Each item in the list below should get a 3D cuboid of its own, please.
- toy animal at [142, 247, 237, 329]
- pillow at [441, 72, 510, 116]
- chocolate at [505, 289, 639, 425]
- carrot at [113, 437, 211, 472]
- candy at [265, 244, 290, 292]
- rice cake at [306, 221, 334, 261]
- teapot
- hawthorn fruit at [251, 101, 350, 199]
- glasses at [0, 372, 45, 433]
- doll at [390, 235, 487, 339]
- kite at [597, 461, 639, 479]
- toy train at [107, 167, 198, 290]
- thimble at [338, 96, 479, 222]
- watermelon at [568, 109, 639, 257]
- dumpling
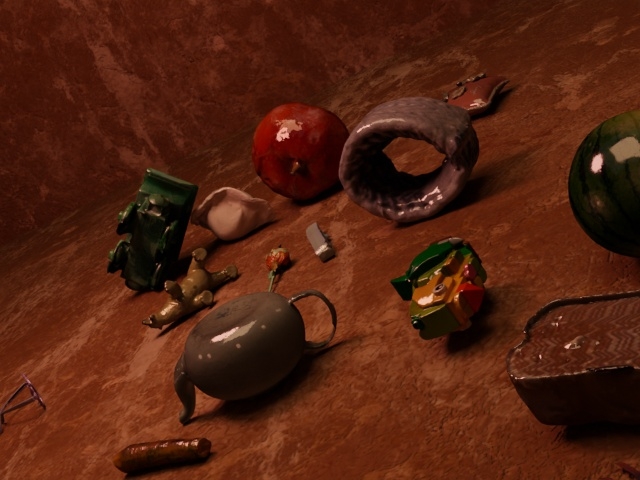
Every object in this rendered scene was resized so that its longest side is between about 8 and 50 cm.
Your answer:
[{"bbox_3d":[-0.272,0.106,1.928,0.101,0.103,0.218,-40,10,39],"label":"toy animal"},{"bbox_3d":[0.345,-0.335,2.213,0.171,0.075,0.179,-15,23,35],"label":"pillow"},{"bbox_3d":[0.309,0.124,0.959,0.214,0.093,0.148,-12,22,40],"label":"chocolate"},{"bbox_3d":[-0.229,0.308,1.355,0.171,0.042,0.042,-15,22,32],"label":"carrot"},{"bbox_3d":[-0.093,0.070,1.828,0.055,0.049,0.184,-53,12,28],"label":"candy"},{"bbox_3d":[0.000,0.000,1.877,0.042,0.030,0.180,-34,17,2],"label":"rice cake"},{"bbox_3d":[-0.110,0.167,1.432,0.294,0.129,0.193,-26,18,2],"label":"teapot"},{"bbox_3d":[-0.046,-0.195,2.194,0.242,0.242,0.271,-26,21,9],"label":"hawthorn fruit"},{"bbox_3d":[-0.607,0.323,1.852,0.104,0.062,0.140,-35,17,-15],"label":"glasses"},{"bbox_3d":[0.167,0.070,1.302,0.134,0.106,0.186,-31,17,11],"label":"doll"},{"bbox_3d":[0.286,0.247,0.780,0.127,0.016,0.229,-29,18,-13],"label":"kite"},{"bbox_3d":[-0.398,-0.014,2.197,0.202,0.145,0.266,-71,3,-56],"label":"toy train"},{"bbox_3d":[0.169,-0.158,1.758,0.246,0.217,0.157,-11,25,26],"label":"thimble"},{"bbox_3d":[0.412,-0.059,1.187,0.188,0.214,0.188,-9,-22,-4],"label":"watermelon"},{"bbox_3d":[-0.223,-0.067,2.227,0.229,0.151,0.124,-20,54,35],"label":"dumpling"}]
